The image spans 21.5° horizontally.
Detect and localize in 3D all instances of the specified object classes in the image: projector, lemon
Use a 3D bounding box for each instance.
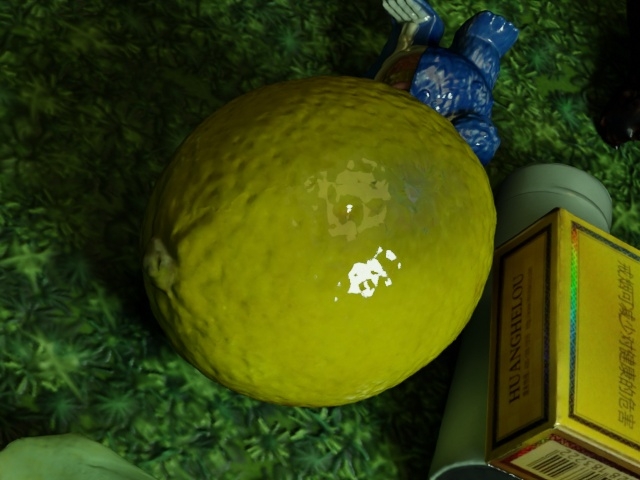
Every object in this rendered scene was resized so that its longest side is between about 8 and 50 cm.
[{"bbox_3d":[0.168,0.084,1.371,0.108,0.108,0.337,26,47,-8],"label":"projector"},{"bbox_3d":[-0.001,0.001,1.248,0.267,0.267,0.267,15,50,-18],"label":"lemon"}]

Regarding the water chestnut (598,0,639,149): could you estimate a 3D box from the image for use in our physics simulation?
[{"bbox_3d":[0.409,-0.183,1.612,0.244,0.289,0.289,-10,61,-28],"label":"water chestnut"}]

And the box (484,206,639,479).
[{"bbox_3d":[0.268,0.125,1.286,0.301,0.084,0.193,26,51,-25],"label":"box"}]

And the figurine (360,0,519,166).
[{"bbox_3d":[0.076,-0.089,1.456,0.164,0.121,0.262,25,66,25],"label":"figurine"}]

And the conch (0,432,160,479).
[{"bbox_3d":[-0.109,0.225,1.120,0.143,0.137,0.250,-32,52,-14],"label":"conch"}]
